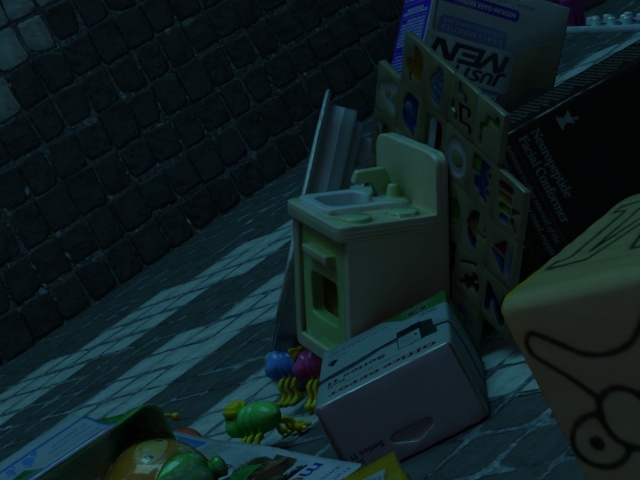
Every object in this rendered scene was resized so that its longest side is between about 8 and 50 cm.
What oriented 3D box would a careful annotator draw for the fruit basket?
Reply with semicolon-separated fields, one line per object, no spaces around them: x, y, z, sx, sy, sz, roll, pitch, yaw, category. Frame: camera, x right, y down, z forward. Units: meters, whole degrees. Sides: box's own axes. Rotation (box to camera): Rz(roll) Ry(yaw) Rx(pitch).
-0.182;0.264;1.722;0.327;0.165;0.353;-33;13;-29;fruit basket

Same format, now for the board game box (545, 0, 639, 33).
0.556;-0.324;2.540;0.390;0.050;0.390;-9;9;-28;board game box

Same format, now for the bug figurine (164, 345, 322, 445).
-0.068;0.182;2.121;0.279;0.072;0.216;-35;11;-37;bug figurine

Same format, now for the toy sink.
0.049;0.013;2.020;0.131;0.234;0.153;-8;17;-23;toy sink

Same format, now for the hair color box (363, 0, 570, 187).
0.172;-0.142;2.268;0.185;0.339;0.110;14;-4;-19;hair color box

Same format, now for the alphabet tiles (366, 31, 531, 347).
0.130;-0.051;1.992;0.011;0.285;0.342;-9;31;-22;alphabet tiles

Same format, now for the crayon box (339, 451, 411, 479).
0.004;0.273;1.358;0.203;0.083;0.323;-28;10;0;crayon box

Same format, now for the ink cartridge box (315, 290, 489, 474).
0.081;0.141;1.848;0.153;0.087;0.208;-28;10;7;ink cartridge box

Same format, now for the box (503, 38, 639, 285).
0.320;-0.089;2.103;0.381;0.191;0.143;-30;9;-5;box

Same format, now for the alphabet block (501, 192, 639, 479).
0.285;0.066;1.337;0.193;0.192;0.197;-33;11;-39;alphabet block

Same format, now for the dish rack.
0.000;0.000;2.274;0.072;0.285;0.333;12;-21;-1;dish rack
